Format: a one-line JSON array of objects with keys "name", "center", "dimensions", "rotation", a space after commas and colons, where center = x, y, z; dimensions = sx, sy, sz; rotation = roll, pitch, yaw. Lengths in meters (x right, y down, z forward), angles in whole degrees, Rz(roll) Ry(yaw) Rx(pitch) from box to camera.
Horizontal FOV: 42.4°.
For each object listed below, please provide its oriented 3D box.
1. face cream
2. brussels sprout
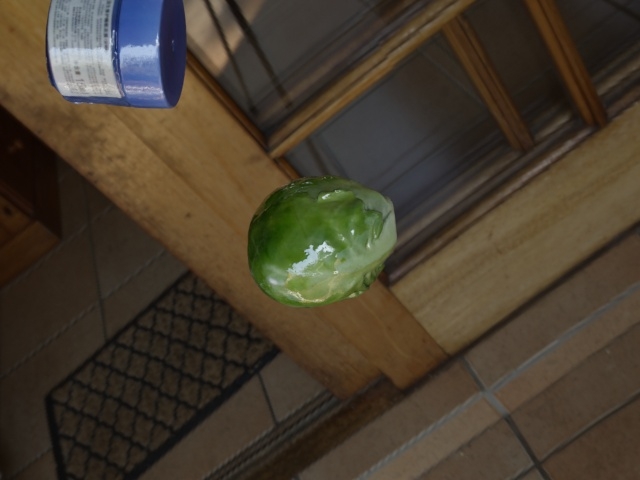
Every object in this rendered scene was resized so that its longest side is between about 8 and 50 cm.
[{"name": "face cream", "center": [-0.396, -0.388, 1.624], "dimensions": [0.224, 0.249, 0.249], "rotation": [5, 51, 2]}, {"name": "brussels sprout", "center": [0.000, 0.000, 1.314], "dimensions": [0.244, 0.244, 0.244], "rotation": [-23, 42, 23]}]
